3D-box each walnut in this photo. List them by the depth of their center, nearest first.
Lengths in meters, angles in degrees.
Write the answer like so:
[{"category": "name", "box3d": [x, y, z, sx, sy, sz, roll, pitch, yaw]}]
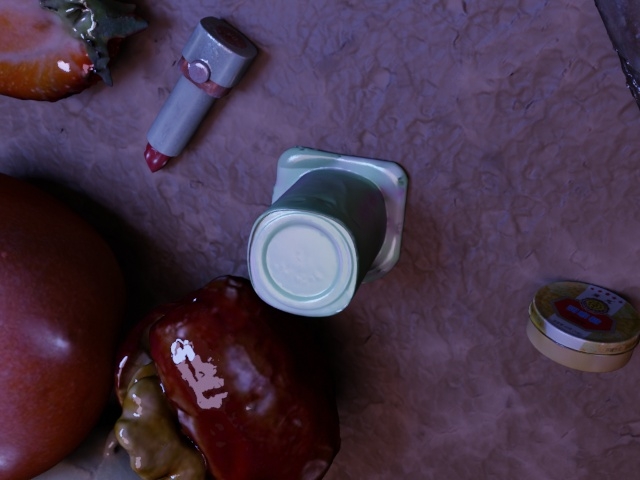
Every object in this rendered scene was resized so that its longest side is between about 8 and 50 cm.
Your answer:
[{"category": "walnut", "box3d": [-0.108, 0.179, 0.837, 0.222, 0.244, 0.269, 3, 135, 49]}]

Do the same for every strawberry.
[{"category": "strawberry", "box3d": [-0.299, -0.217, 0.842, 0.228, 0.098, 0.174, -25, 118, 37]}]

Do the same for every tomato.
[{"category": "tomato", "box3d": [-0.382, 0.090, 0.850, 0.341, 0.273, 0.341, -13, 64, 28]}]

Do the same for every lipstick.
[{"category": "lipstick", "box3d": [-0.141, -0.138, 0.841, 0.063, 0.057, 0.186, 38, 120, 0]}]

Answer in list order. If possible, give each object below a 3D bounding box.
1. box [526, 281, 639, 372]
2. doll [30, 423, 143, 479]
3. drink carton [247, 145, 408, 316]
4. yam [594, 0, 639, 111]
[{"category": "box", "box3d": [0.252, 0.082, 0.775, 0.105, 0.105, 0.037, 14, 121, 12]}, {"category": "doll", "box3d": [-0.336, 0.342, 1.004, 0.349, 0.247, 0.247, -26, 102, 40]}, {"category": "drink carton", "box3d": [0.000, 0.000, 0.803, 0.146, 0.142, 0.144, 10, 114, 12]}, {"category": "yam", "box3d": [0.326, -0.127, 0.660, 0.131, 0.131, 0.279, -23, 101, 24]}]
